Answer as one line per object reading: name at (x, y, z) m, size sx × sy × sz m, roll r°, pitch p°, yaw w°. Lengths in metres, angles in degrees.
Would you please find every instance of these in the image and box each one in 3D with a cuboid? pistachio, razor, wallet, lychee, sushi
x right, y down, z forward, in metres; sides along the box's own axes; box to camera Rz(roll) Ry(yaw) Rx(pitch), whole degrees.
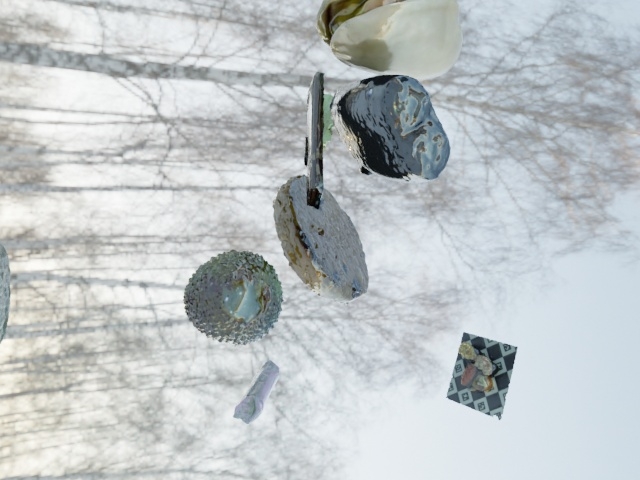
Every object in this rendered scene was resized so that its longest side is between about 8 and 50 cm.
pistachio at (0.129, -0.380, 1.364) m, size 0.214 × 0.317 × 0.194 m, roll -48°, pitch -122°, yaw 43°
razor at (0.106, -0.195, 1.333) m, size 0.189 × 0.107 × 0.327 m, roll 62°, pitch -9°, yaw -14°
wallet at (-0.012, -0.181, 1.402) m, size 0.122 × 0.031 × 0.232 m, roll 115°, pitch -25°, yaw -71°
lychee at (-0.142, 0.090, 1.220) m, size 0.171 × 0.171 × 0.171 m, roll 1°, pitch -88°, yaw 55°
sushi at (0.267, 0.227, 1.297) m, size 0.120 × 0.026 × 0.126 m, roll 11°, pitch -95°, yaw 48°

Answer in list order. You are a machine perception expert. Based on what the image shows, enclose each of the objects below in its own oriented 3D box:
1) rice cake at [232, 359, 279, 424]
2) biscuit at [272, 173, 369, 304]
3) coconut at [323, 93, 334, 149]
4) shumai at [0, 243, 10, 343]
rice cake at (-0.121, 0.298, 1.513) m, size 0.055 × 0.049 × 0.270 m, roll -61°, pitch 178°, yaw 8°
biscuit at (-0.002, 0.000, 1.548) m, size 0.075 × 0.296 × 0.296 m, roll -26°, pitch -113°, yaw 23°
coconut at (0.005, -0.275, 1.751) m, size 0.133 × 0.055 × 0.158 m, roll 60°, pitch -33°, yaw 24°
shumai at (-0.796, 0.116, 1.520) m, size 0.292 × 0.288 × 0.330 m, roll -100°, pitch -165°, yaw -69°
